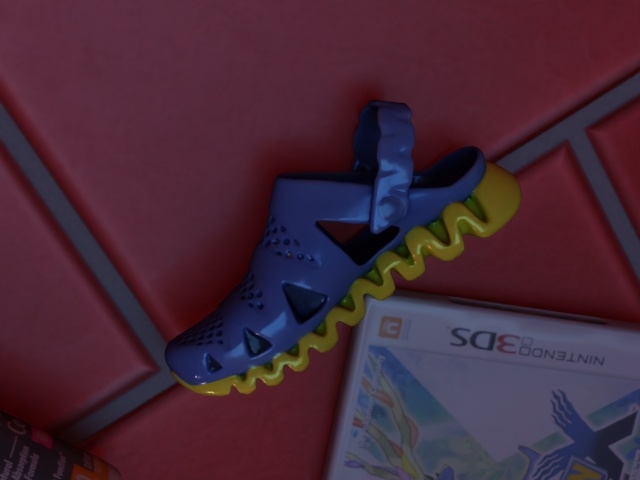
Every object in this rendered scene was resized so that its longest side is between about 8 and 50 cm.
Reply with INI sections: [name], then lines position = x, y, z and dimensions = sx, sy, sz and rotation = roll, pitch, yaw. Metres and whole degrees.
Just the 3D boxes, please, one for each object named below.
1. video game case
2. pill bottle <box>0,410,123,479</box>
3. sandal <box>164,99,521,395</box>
[video game case]
position = 0.151, 0.216, 1.172
dimensions = 0.300, 0.036, 0.328
rotation = 8, 105, -10
[pill bottle]
position = -0.306, 0.195, 1.008
dimensions = 0.278, 0.162, 0.162
rotation = 30, 98, -20
[sandal]
position = 0.000, 0.000, 1.046
dimensions = 0.317, 0.126, 0.138
rotation = -38, 108, -8
